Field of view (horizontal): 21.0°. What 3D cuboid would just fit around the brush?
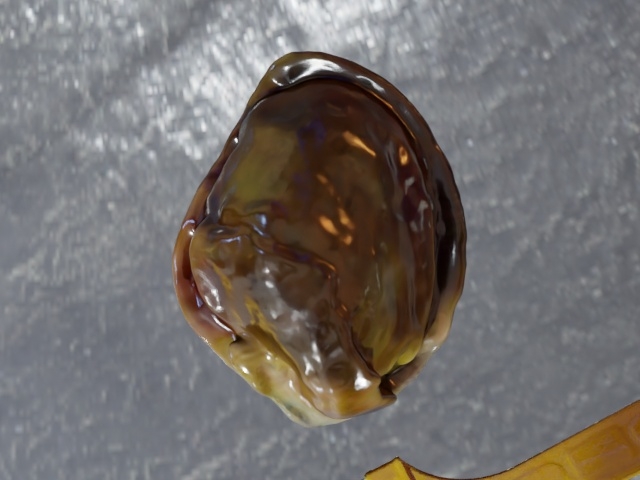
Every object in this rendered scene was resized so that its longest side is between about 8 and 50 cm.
[{"bbox_3d":[0.118,0.123,0.876,0.272,0.103,0.013,-26,147,-4],"label":"brush"}]

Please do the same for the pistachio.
[{"bbox_3d":[0.000,0.000,0.958,0.165,0.130,0.210,-3,92,-6],"label":"pistachio"}]
